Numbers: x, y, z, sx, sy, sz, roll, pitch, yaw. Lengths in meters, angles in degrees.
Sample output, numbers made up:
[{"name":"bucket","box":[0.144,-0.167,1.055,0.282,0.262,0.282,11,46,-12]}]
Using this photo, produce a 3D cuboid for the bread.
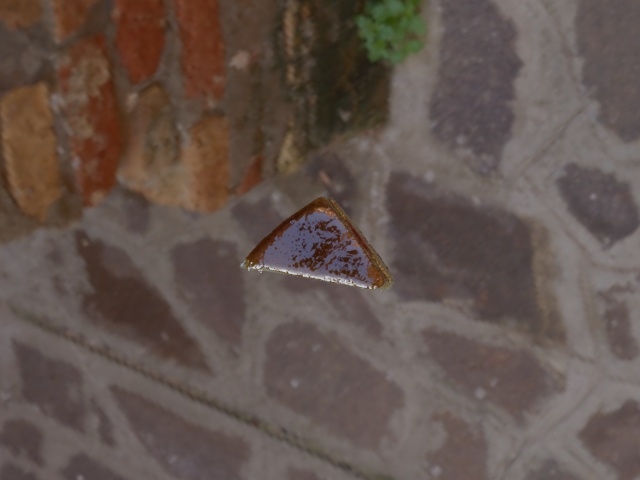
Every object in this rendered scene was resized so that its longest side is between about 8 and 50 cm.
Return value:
[{"name":"bread","box":[0.000,0.000,0.968,0.109,0.043,0.062,6,86,16]}]
